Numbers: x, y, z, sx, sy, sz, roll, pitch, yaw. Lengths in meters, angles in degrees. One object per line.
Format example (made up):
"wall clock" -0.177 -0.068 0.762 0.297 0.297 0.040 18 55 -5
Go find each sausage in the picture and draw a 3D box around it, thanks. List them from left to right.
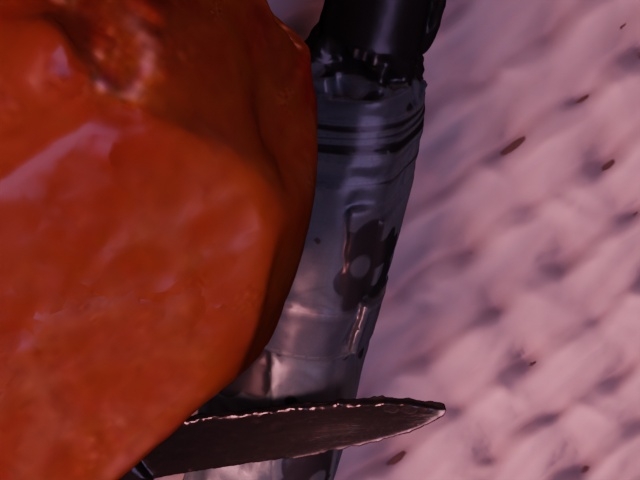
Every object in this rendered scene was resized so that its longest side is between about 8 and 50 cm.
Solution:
"sausage" -0.117 0.019 0.546 0.268 0.141 0.153 -46 123 1

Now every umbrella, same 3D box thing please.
"umbrella" -0.002 -0.001 0.643 0.053 0.052 0.250 15 113 6

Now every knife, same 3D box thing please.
"knife" -0.043 0.067 0.641 0.170 0.010 0.023 -10 116 10
